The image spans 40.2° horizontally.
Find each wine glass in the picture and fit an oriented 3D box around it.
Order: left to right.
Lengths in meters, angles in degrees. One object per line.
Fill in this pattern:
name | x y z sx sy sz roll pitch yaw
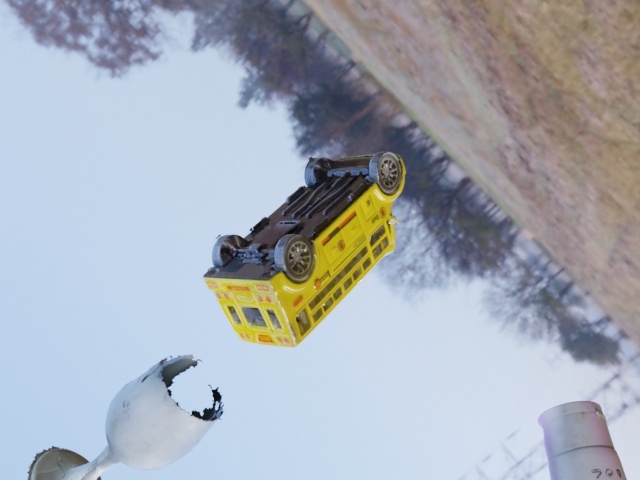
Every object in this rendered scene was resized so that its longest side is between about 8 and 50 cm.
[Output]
wine glass | -0.282 0.295 1.277 0.143 0.321 0.143 42 -155 -25

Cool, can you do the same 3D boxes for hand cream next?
hand cream | 0.281 0.310 0.829 0.111 0.070 0.312 8 -127 -21

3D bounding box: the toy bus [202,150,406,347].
toy bus | 0.000 0.000 1.214 0.330 0.144 0.152 -44 -59 -39
